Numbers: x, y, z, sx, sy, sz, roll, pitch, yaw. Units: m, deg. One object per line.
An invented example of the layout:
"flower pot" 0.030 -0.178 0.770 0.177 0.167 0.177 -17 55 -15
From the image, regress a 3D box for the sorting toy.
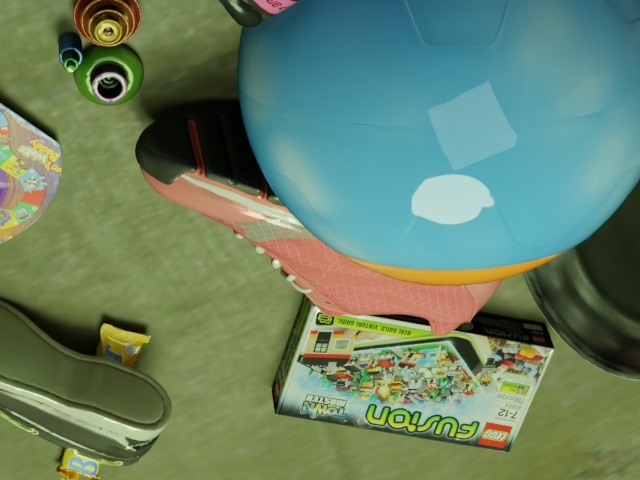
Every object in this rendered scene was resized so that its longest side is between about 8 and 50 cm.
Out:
"sorting toy" -0.158 -0.134 1.441 0.061 0.042 0.102 -3 123 -6

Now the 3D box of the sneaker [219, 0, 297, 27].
"sneaker" 0.014 -0.223 1.183 0.483 0.185 0.202 8 94 26

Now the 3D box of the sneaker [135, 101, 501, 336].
"sneaker" 0.000 0.000 1.508 0.314 0.116 0.136 16 124 -16

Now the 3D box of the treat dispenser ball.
"treat dispenser ball" 0.088 -0.113 1.341 0.288 0.288 0.288 -4 123 -5

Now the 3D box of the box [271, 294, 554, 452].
"box" 0.075 0.105 1.631 0.207 0.036 0.114 10 121 -14

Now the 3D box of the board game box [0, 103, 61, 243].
"board game box" -0.274 -0.047 1.476 0.133 0.033 0.169 -40 126 21

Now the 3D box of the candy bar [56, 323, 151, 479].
"candy bar" -0.179 0.134 1.628 0.040 0.018 0.161 13 119 -15

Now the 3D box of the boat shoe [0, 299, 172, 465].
"boat shoe" -0.232 0.110 1.561 0.228 0.081 0.068 27 131 -8

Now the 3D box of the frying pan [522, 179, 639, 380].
"frying pan" 0.272 0.026 1.477 0.053 0.326 0.197 -25 119 -37
